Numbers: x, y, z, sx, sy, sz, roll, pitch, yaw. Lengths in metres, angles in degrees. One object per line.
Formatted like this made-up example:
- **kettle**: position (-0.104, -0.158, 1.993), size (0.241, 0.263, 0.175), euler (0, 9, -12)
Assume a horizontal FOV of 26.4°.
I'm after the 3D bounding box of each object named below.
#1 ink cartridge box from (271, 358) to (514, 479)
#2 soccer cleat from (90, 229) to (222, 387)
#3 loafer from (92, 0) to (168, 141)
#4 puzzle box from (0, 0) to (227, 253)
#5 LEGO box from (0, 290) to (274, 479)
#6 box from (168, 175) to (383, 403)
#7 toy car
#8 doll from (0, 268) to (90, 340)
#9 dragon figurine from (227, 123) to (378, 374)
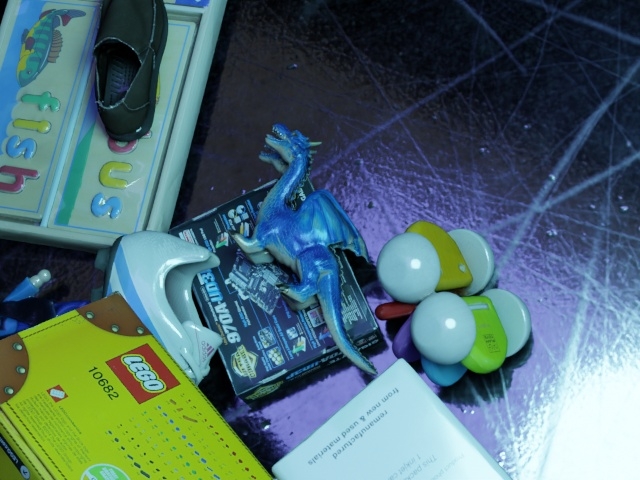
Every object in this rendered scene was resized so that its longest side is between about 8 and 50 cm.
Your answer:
- **ink cartridge box**: position (0.159, 0.333, 1.288), size (0.166, 0.285, 0.395), euler (-40, 70, -5)
- **soccer cleat**: position (-0.183, 0.154, 1.483), size (0.143, 0.116, 0.331), euler (4, 86, 13)
- **loafer**: position (-0.227, -0.229, 1.608), size (0.080, 0.078, 0.220), euler (-6, 71, 9)
- **puzzle box**: position (-0.278, -0.186, 1.674), size (0.272, 0.052, 0.409), euler (8, 73, 13)
- **LEGO box**: position (-0.170, 0.364, 1.273), size (0.193, 0.372, 0.500), euler (-23, 65, -45)
- **box**: position (-0.052, 0.049, 1.550), size (0.175, 0.051, 0.220), euler (-26, 69, 1)
- **toy car**: position (0.124, 0.076, 1.472), size (0.136, 0.159, 0.182), euler (-43, 65, 32)
- **doll**: position (-0.324, 0.097, 1.589), size (0.189, 0.046, 0.129), euler (1, 84, 11)
- **dragon figurine**: position (0.000, 0.000, 1.483), size (0.144, 0.085, 0.289), euler (-40, 68, -5)
